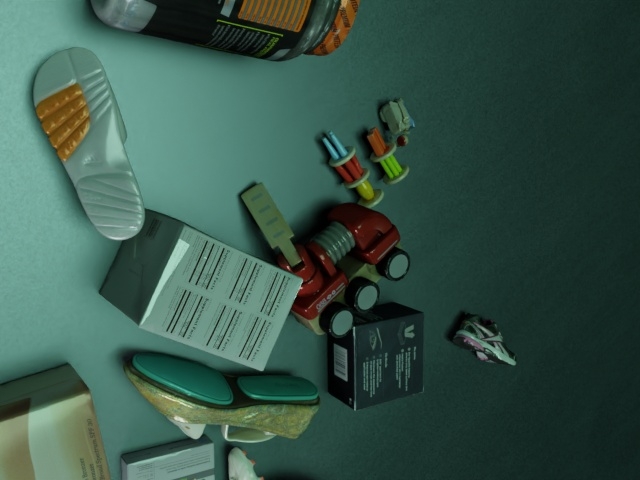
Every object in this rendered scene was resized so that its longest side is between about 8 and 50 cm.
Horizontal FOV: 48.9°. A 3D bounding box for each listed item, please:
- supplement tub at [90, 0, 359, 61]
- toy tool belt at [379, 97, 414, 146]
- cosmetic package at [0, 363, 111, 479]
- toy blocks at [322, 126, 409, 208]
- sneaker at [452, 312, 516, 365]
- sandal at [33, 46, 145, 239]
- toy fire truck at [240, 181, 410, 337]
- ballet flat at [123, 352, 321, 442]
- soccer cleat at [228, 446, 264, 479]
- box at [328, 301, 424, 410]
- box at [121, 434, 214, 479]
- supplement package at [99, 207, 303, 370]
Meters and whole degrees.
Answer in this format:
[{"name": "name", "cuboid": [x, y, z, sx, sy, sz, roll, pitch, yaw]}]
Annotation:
[{"name": "supplement tub", "cuboid": [-0.126, -0.366, 0.969, 0.338, 0.207, 0.207, 4, 97, -33]}, {"name": "toy tool belt", "cuboid": [0.146, -0.213, 1.258, 0.051, 0.052, 0.083, -25, 91, -38]}, {"name": "cosmetic package", "cuboid": [-0.450, 0.292, 0.931, 0.296, 0.129, 0.153, -17, 107, -28]}, {"name": "toy blocks", "cuboid": [0.076, -0.147, 1.227, 0.123, 0.054, 0.148, -45, 118, -17]}, {"name": "sneaker", "cuboid": [0.353, 0.204, 1.459, 0.178, 0.072, 0.077, 33, 70, -38]}, {"name": "sandal", "cuboid": [-0.313, -0.128, 0.971, 0.102, 0.076, 0.265, -17, 97, -6]}, {"name": "toy fire truck", "cuboid": [0.000, 0.000, 1.168, 0.217, 0.158, 0.246, -43, 128, -18]}, {"name": "ballet flat", "cuboid": [-0.158, 0.265, 1.127, 0.349, 0.123, 0.123, 15, 90, -33]}, {"name": "soccer cleat", "cuboid": [-0.131, 0.445, 1.200, 0.076, 0.068, 0.196, -22, 113, -24]}, {"name": "box", "cuboid": [0.102, 0.207, 1.284, 0.158, 0.093, 0.156, -7, 102, -30]}, {"name": "box", "cuboid": [-0.244, 0.423, 1.140, 0.145, 0.038, 0.186, -5, 102, -31]}, {"name": "supplement package", "cuboid": [-0.176, 0.067, 1.024, 0.203, 0.194, 0.149, 27, 85, -33]}]
